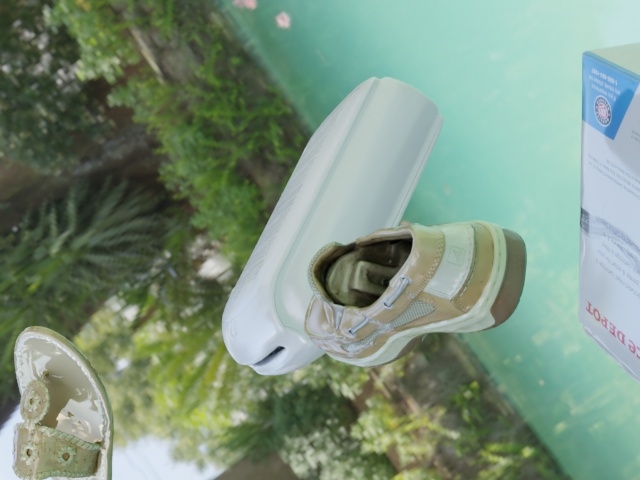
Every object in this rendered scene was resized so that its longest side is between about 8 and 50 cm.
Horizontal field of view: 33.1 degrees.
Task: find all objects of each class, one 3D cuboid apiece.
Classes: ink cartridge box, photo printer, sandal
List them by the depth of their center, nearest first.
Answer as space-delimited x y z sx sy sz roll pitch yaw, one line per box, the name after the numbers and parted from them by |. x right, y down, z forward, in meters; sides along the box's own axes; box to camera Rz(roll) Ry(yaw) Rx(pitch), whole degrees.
-0.234 0.197 0.962 0.079 0.088 0.240 -61 -30 -54 | sandal
0.353 -0.017 1.032 0.223 0.129 0.307 -125 26 -62 | ink cartridge box
0.000 0.000 1.156 0.107 0.307 0.256 29 162 -9 | photo printer

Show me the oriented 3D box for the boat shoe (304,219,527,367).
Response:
0.025 0.021 0.558 0.072 0.068 0.190 14 159 -21 | boat shoe
